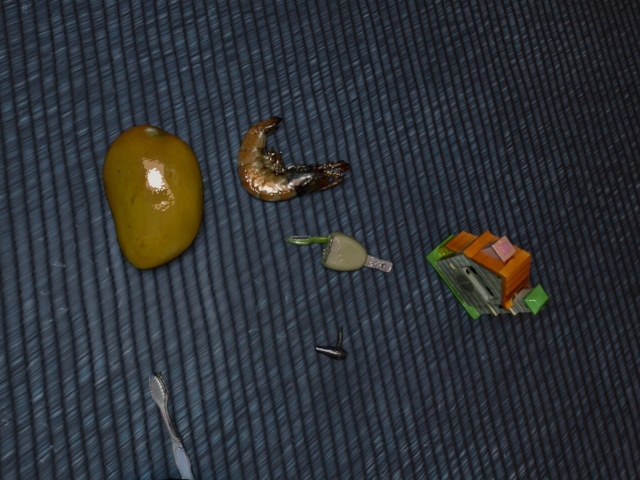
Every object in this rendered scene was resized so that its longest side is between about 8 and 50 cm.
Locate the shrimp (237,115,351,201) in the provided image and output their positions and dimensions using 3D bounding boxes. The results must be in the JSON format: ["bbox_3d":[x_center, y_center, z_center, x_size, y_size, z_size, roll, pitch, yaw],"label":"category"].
[{"bbox_3d":[-0.069,-0.214,1.197,0.290,0.054,0.222,-8,81,-12],"label":"shrimp"}]

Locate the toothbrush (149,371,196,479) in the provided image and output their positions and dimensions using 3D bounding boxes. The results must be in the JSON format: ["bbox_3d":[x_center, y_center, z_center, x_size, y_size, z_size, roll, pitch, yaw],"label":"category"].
[{"bbox_3d":[-0.296,0.484,1.017,0.035,0.042,0.413,-19,86,-1],"label":"toothbrush"}]

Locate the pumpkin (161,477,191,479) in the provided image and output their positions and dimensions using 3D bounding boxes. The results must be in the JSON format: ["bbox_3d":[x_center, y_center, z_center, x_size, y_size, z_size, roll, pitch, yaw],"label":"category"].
[{"bbox_3d":[-0.295,0.614,0.874,0.321,0.192,0.320,-5,57,8],"label":"pumpkin"}]

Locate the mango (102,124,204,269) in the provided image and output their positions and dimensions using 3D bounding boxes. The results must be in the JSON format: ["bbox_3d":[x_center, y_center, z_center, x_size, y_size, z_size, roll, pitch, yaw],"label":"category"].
[{"bbox_3d":[-0.367,-0.096,1.040,0.211,0.173,0.317,-3,87,-15],"label":"mango"}]

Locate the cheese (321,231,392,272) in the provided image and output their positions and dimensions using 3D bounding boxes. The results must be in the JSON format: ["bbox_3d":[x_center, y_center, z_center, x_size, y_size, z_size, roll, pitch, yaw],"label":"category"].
[{"bbox_3d":[0.098,0.045,1.197,0.192,0.037,0.097,17,94,-18],"label":"cheese"}]

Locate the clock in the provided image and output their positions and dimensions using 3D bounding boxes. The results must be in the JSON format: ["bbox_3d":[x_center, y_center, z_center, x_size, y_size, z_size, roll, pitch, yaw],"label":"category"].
[{"bbox_3d":[0.419,0.079,1.165,0.106,0.255,0.220,-37,91,-18],"label":"clock"}]

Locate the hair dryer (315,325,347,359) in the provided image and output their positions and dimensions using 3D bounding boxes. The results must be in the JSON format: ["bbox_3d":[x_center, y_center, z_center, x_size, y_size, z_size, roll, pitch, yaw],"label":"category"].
[{"bbox_3d":[0.033,0.248,1.157,0.079,0.031,0.083,16,62,-2],"label":"hair dryer"}]

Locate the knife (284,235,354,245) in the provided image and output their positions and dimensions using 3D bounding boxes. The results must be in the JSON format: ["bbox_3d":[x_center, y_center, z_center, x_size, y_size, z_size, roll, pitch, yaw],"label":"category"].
[{"bbox_3d":[0.000,0.000,1.193,0.184,0.022,0.026,-1,50,-14],"label":"knife"}]
